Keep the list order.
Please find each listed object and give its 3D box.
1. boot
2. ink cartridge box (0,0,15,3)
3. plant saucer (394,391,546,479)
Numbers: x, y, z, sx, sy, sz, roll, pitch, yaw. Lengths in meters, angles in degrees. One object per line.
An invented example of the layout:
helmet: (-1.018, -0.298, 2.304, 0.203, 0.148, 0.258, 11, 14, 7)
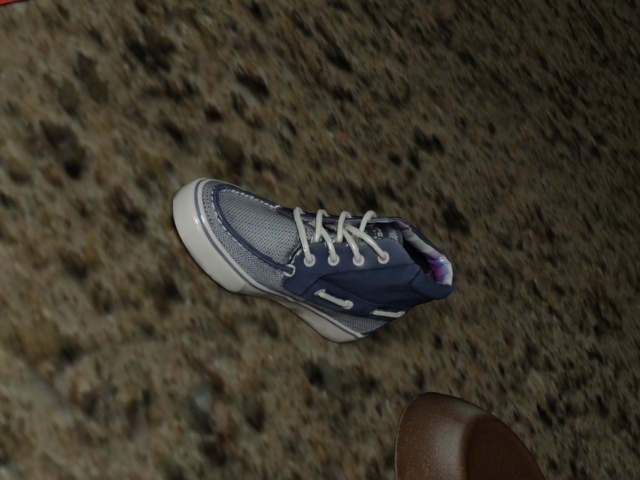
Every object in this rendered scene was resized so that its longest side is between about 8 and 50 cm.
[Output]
boot: (0.000, 0.000, 0.956, 0.190, 0.086, 0.069, 30, 42, -50)
ink cartridge box: (-0.160, -0.267, 0.926, 0.239, 0.060, 0.275, 62, 26, -3)
plant saucer: (0.117, 0.189, 1.070, 0.198, 0.036, 0.198, 44, 33, -38)
